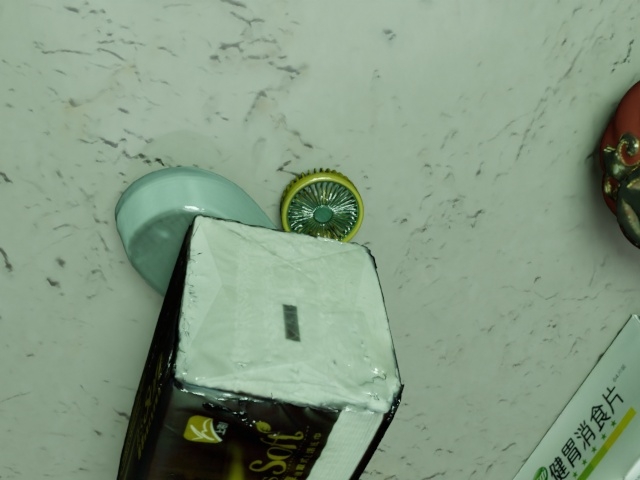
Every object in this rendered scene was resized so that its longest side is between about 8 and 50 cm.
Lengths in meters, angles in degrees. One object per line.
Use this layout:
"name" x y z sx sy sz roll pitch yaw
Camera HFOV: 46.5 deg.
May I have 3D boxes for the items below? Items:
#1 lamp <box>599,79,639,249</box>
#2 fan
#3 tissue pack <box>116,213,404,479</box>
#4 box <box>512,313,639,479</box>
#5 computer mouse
"lamp" 0.365 -0.062 0.686 0.227 0.227 0.226 -3 115 -8
"fan" 0.000 0.000 0.759 0.082 0.039 0.155 -4 117 -7
"tissue pack" -0.073 0.177 0.690 0.198 0.210 0.369 14 127 -12
"box" 0.384 0.265 0.884 0.173 0.145 0.332 21 110 -19
"computer mouse" -0.097 0.017 0.730 0.128 0.079 0.231 -27 125 19
